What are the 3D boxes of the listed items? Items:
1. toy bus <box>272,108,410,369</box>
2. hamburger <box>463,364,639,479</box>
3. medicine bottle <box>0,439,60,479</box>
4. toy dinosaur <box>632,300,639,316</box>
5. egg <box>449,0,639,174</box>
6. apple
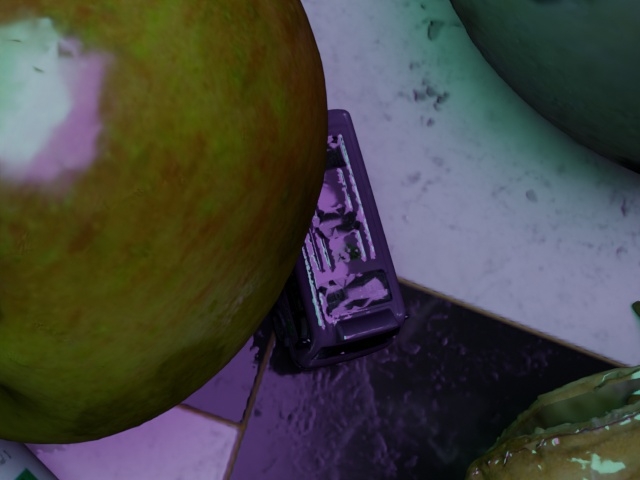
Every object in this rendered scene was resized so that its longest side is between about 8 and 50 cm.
[{"bbox_3d":[0.000,0.000,0.792,0.087,0.098,0.178,-13,83,-20],"label":"toy bus"},{"bbox_3d":[0.224,0.216,0.741,0.283,0.144,0.259,-14,81,19],"label":"hamburger"},{"bbox_3d":[-0.183,0.204,0.696,0.260,0.095,0.095,45,70,-4],"label":"medicine bottle"},{"bbox_3d":[0.418,0.138,0.890,0.327,0.113,0.206,4,115,4],"label":"toy dinosaur"},{"bbox_3d":[0.286,-0.213,0.795,0.428,0.345,0.345,15,75,-13],"label":"egg"},{"bbox_3d":[-0.164,-0.051,0.625,0.339,0.339,0.339,4,78,-16],"label":"apple"}]
